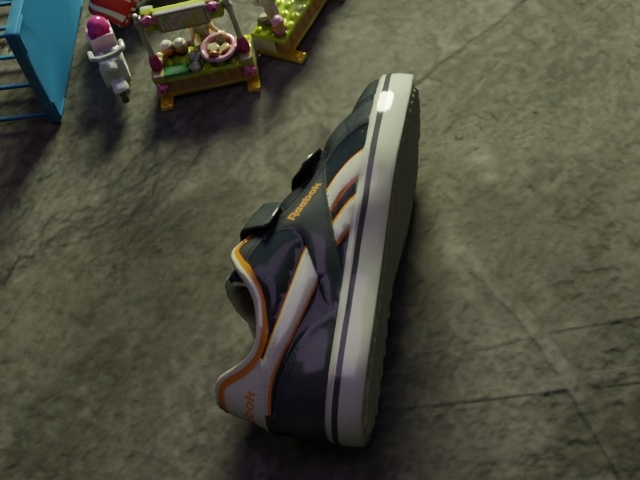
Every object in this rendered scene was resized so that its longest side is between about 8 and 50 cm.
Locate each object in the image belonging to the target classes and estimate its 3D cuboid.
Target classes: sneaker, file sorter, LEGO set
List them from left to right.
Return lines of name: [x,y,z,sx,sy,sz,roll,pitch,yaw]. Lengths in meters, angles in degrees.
file sorter: [-0.294,-0.207,1.459,0.104,0.118,0.170,-4,53,11]
sneaker: [-0.169,-0.241,1.509,0.118,0.067,0.042,-11,42,-32]
LEGO set: [-0.074,-0.218,1.416,0.287,0.107,0.132,-29,52,-6]
sneaker: [0.000,0.000,1.222,0.127,0.126,0.321,5,57,12]
